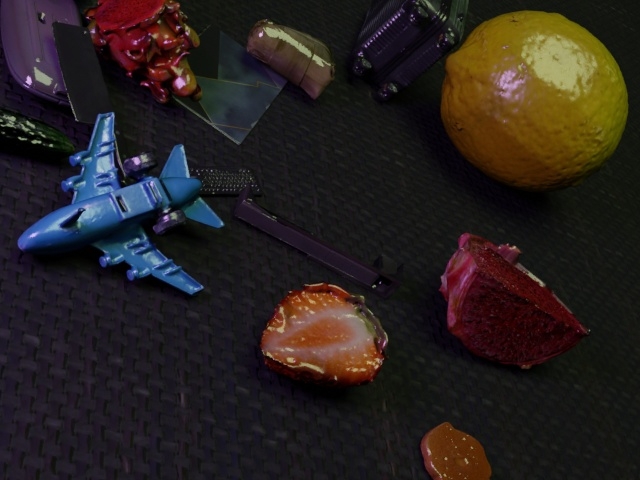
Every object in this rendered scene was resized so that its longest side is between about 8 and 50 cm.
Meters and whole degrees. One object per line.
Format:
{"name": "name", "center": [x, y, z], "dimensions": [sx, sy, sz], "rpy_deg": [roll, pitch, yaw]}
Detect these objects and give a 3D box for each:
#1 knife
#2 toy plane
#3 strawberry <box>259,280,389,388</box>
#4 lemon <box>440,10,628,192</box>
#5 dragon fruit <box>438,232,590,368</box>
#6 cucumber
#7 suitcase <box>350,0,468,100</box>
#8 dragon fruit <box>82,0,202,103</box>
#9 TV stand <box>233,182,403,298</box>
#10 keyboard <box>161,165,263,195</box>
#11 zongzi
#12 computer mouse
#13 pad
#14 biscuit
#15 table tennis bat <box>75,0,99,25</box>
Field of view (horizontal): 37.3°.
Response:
{"name": "knife", "center": [-0.295, -0.172, 1.221], "dimensions": [0.072, 0.019, 0.245], "rpy_deg": [-4, 69, -53]}
{"name": "toy plane", "center": [-0.235, -0.036, 1.126], "dimensions": [0.271, 0.105, 0.254], "rpy_deg": [-23, 84, -53]}
{"name": "strawberry", "center": [-0.001, 0.131, 1.169], "dimensions": [0.187, 0.082, 0.146], "rpy_deg": [-9, 52, -38]}
{"name": "lemon", "center": [0.380, -0.248, 1.695], "dimensions": [0.336, 0.336, 0.336], "rpy_deg": [23, 40, -21]}
{"name": "dragon fruit", "center": [0.261, 0.088, 1.411], "dimensions": [0.274, 0.126, 0.161], "rpy_deg": [28, 27, -30]}
{"name": "cucumber", "center": [-0.397, -0.137, 1.128], "dimensions": [0.215, 0.052, 0.058], "rpy_deg": [12, 37, -32]}
{"name": "suitcase", "center": [0.172, -0.406, 1.773], "dimensions": [0.128, 0.202, 0.312], "rpy_deg": [40, 35, -17]}
{"name": "dragon fruit", "center": [-0.241, -0.281, 1.354], "dimensions": [0.207, 0.133, 0.150], "rpy_deg": [50, -7, -5]}
{"name": "TV stand", "center": [0.000, 0.000, 1.334], "dimensions": [0.256, 0.040, 0.049], "rpy_deg": [28, 38, -15]}
{"name": "keyboard", "center": [-0.148, -0.083, 1.320], "dimensions": [0.155, 0.010, 0.053], "rpy_deg": [-4, 55, -43]}
{"name": "zongzi", "center": [-0.047, -0.332, 1.611], "dimensions": [0.160, 0.078, 0.176], "rpy_deg": [34, 28, -18]}
{"name": "computer mouse", "center": [-0.368, -0.265, 1.279], "dimensions": [0.120, 0.057, 0.232], "rpy_deg": [14, 45, -41]}
{"name": "pad", "center": [-0.151, -0.252, 1.499], "dimensions": [0.164, 0.004, 0.243], "rpy_deg": [35, 37, -6]}
{"name": "biscuit", "center": [0.177, 0.291, 1.201], "dimensions": [0.102, 0.019, 0.130], "rpy_deg": [0, 52, -39]}
{"name": "table tennis bat", "center": [-0.351, -0.372, 1.431], "dimensions": [0.201, 0.033, 0.124], "rpy_deg": [34, 40, -14]}
